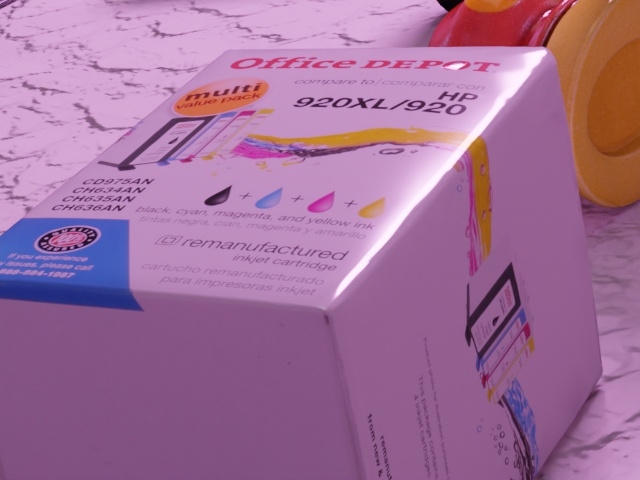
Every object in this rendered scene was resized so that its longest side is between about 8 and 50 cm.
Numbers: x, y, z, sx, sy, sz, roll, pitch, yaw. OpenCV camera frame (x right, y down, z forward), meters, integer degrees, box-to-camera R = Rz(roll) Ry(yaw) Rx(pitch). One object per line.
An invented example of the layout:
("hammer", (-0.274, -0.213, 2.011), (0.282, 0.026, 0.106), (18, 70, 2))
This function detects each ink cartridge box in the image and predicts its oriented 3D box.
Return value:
("ink cartridge box", (-0.006, 0.037, 0.820), (0.171, 0.168, 0.232), (3, 29, 28))

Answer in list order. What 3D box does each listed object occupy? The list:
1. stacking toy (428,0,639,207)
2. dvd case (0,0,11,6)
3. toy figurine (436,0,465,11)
("stacking toy", (0.175, -0.195, 1.098), (0.130, 0.279, 0.309), (16, 33, 39))
("dvd case", (-0.295, -0.216, 1.593), (0.164, 0.018, 0.221), (13, 34, 37))
("toy figurine", (0.171, -0.226, 1.296), (0.209, 0.148, 0.213), (-37, 34, -23))
